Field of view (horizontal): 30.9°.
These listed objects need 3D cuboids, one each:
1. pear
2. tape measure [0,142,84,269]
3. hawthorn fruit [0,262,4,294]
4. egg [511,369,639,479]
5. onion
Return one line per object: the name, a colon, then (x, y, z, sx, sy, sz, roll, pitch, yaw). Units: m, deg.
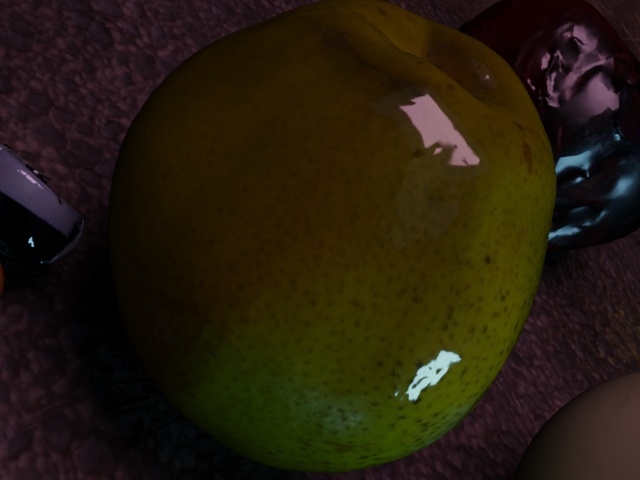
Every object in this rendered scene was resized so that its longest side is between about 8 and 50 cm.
pear: (0.000, 0.000, 0.713, 0.294, 0.294, 0.294, 27, 39, -25)
tape measure: (-0.187, -0.021, 0.700, 0.091, 0.094, 0.054, 42, 79, -12)
hawthorn fruit: (-0.224, 0.021, 0.629, 0.081, 0.081, 0.093, 49, 38, 3)
egg: (0.244, 0.201, 0.818, 0.269, 0.219, 0.219, -14, 66, -47)
onion: (0.227, -0.102, 1.107, 0.281, 0.221, 0.280, 6, 81, -41)
